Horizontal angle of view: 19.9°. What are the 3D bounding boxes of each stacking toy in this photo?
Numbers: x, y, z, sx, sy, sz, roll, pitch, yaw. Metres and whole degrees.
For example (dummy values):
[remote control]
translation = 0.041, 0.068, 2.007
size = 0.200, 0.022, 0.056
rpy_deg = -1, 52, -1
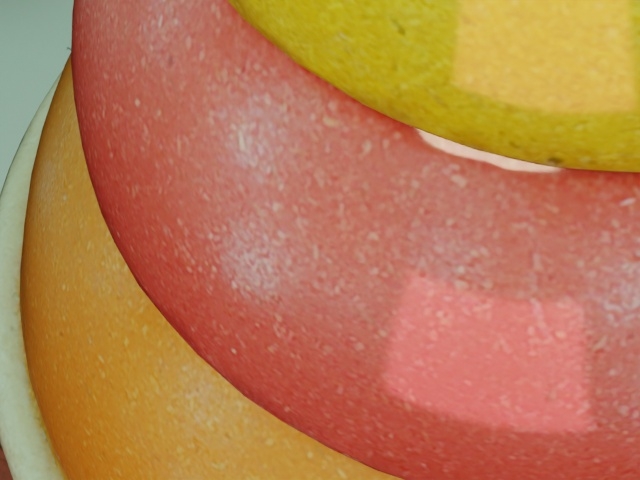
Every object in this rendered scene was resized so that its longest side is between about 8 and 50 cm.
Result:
[stacking toy]
translation = 0.073, -0.087, 0.419
size = 0.350, 0.350, 0.480
rpy_deg = 13, 150, 6

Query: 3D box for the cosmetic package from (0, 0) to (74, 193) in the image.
[cosmetic package]
translation = -0.083, -0.052, 0.883
size = 0.183, 0.151, 0.151
rpy_deg = 14, 165, 4
